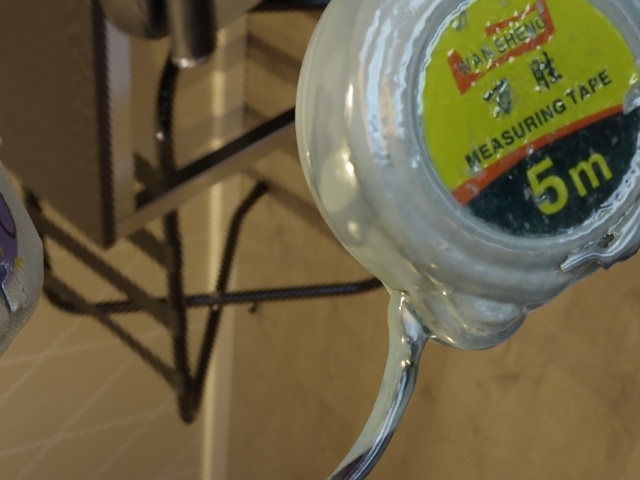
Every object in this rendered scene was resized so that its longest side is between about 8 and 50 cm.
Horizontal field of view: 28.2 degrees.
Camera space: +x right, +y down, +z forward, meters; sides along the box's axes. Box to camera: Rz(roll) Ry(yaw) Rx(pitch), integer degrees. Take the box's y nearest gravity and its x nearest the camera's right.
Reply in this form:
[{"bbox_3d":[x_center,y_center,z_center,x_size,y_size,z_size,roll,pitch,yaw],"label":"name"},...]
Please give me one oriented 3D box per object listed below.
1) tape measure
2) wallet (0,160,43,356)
[{"bbox_3d":[0.000,0.001,0.455,0.164,0.330,0.084,60,162,-3],"label":"tape measure"},{"bbox_3d":[-0.286,-0.019,0.814,0.068,0.335,0.275,-15,113,19],"label":"wallet"}]
